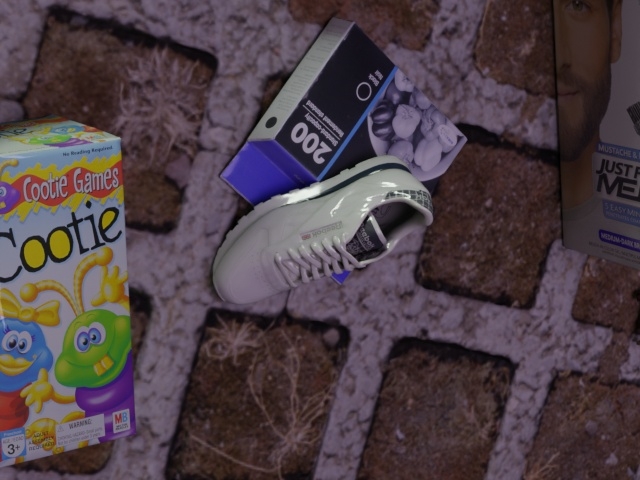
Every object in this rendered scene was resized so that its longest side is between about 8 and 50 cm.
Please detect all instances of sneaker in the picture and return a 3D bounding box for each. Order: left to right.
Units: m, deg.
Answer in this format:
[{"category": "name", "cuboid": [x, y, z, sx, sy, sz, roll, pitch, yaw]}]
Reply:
[{"category": "sneaker", "cuboid": [0.000, 0.000, 1.636, 0.235, 0.095, 0.090, -31, 128, 1]}]

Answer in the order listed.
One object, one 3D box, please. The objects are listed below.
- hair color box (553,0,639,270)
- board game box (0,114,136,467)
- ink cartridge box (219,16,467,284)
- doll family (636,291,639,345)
[{"category": "hair color box", "cuboid": [0.357, -0.142, 1.817, 0.110, 0.185, 0.338, -13, 108, -30]}, {"category": "board game box", "cuboid": [-0.263, 0.040, 1.467, 0.144, 0.142, 0.275, -11, 108, -32]}, {"category": "ink cartridge box", "cuboid": [0.028, -0.086, 1.695, 0.206, 0.045, 0.208, 42, 79, -34]}, {"category": "doll family", "cuboid": [0.474, 0.086, 2.027, 0.193, 0.076, 0.111, 9, 92, -40]}]
